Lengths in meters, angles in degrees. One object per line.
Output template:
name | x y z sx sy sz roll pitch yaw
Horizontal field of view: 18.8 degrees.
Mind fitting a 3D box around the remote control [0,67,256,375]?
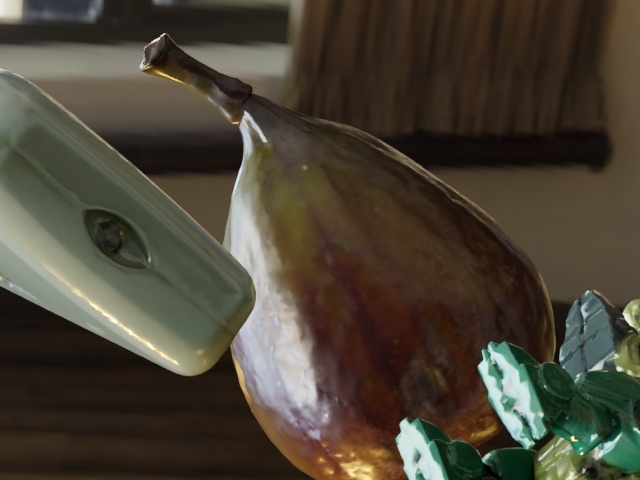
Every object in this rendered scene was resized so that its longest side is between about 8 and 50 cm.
remote control | -0.139 -0.026 0.754 0.140 0.056 0.296 44 167 -30

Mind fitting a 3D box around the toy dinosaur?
toy dinosaur | 0.128 0.125 0.707 0.153 0.094 0.259 5 -129 -35

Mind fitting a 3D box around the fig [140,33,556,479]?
fig | -0.001 0.000 1.028 0.170 0.274 0.145 -36 -174 4
